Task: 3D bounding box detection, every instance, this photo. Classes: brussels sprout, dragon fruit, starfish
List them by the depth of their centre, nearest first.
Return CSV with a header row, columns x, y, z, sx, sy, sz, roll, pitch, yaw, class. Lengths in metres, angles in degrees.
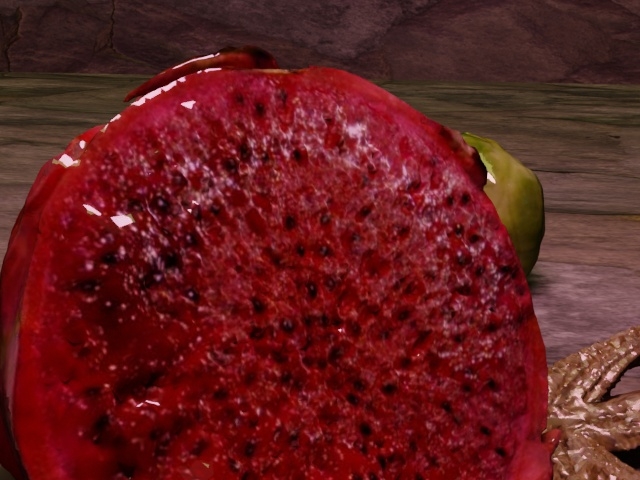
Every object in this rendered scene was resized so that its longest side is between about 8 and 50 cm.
x,y,z,sx,sy,sz,roll,pitch,yaw,class
-0.043,0.083,0.640,0.386,0.371,0.249,34,-25,-21,dragon fruit
0.204,0.141,0.827,0.327,0.094,0.375,32,45,30,starfish
0.199,-0.039,1.231,0.161,0.223,0.223,-23,24,-16,brussels sprout

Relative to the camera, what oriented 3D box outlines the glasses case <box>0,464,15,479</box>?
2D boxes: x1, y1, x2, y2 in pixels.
x,y,z,sx,sy,sz,roll,pitch,yaw,class
-0.221,0.165,0.616,0.075,0.113,0.297,-19,40,-4,glasses case
